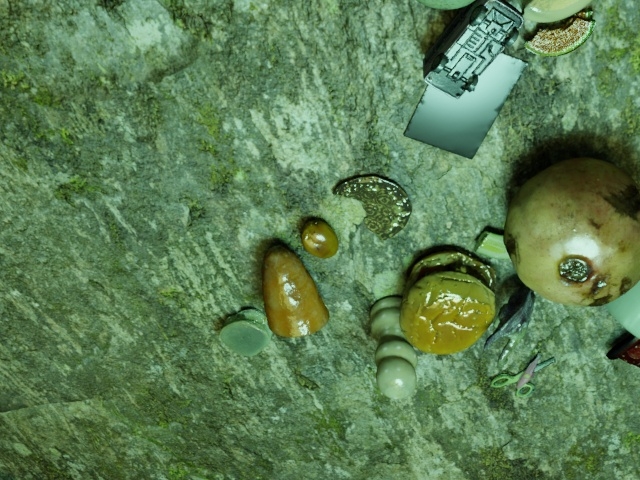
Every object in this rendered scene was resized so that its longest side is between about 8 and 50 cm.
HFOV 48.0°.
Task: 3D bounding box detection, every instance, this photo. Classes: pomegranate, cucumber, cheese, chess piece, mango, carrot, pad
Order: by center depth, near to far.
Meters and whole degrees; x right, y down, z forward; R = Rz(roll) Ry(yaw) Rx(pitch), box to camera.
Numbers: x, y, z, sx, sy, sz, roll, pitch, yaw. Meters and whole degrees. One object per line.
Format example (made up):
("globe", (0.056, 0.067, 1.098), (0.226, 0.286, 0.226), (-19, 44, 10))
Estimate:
("cheese", (0.471, -0.481, 1.267), (0.248, 0.071, 0.164), (-10, 129, 11))
("pad", (0.293, -0.289, 1.485), (0.170, 0.006, 0.246), (17, 129, -10))
("pomegranate", (0.545, -0.013, 1.528), (0.321, 0.322, 0.322), (2, 130, 3))
("cucumber", (0.424, 0.010, 1.710), (0.107, 0.035, 0.067), (19, 118, -18))
("mango", (0.000, 0.000, 1.718), (0.080, 0.060, 0.114), (-28, 122, 8))
("carrot", (-0.078, 0.109, 1.780), (0.159, 0.159, 0.225), (-8, 116, 11))
("chess piece", (0.186, 0.278, 1.809), (0.142, 0.261, 0.143), (4, 132, 4))

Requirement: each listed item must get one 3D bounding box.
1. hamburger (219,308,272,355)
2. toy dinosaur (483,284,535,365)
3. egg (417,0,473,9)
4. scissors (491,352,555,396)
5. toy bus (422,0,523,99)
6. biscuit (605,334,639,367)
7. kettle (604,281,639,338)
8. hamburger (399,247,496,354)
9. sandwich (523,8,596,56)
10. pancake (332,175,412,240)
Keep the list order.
("hamburger", (-0.198, 0.249, 1.944), (0.133, 0.062, 0.140), (41, 124, -22))
("toy dinosaur", (0.469, 0.169, 1.723), (0.077, 0.294, 0.162), (23, 155, 15))
("egg", (0.227, -0.474, 1.245), (0.181, 0.141, 0.141), (-4, 131, -6))
("scissors", (0.579, 0.376, 2.017), (0.133, 0.020, 0.187), (21, 131, -17))
("toy bus", (0.282, -0.371, 1.347), (0.096, 0.108, 0.199), (25, 128, -20))
("biscuit", (0.874, 0.298, 1.899), (0.235, 0.063, 0.151), (27, 128, -21))
("kettle", (0.867, 0.033, 1.587), (0.360, 0.250, 0.377), (3, 131, -25))
("hamburger", (0.309, 0.152, 1.744), (0.244, 0.163, 0.245), (7, 126, 9))
("sandwich", (0.457, -0.388, 1.372), (0.135, 0.029, 0.067), (-17, 121, 19))
("pancake", (0.121, -0.073, 1.674), (0.184, 0.020, 0.191), (-1, 129, 5))
